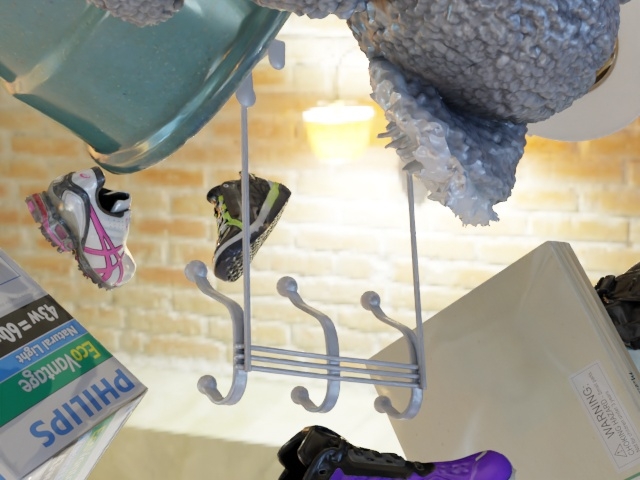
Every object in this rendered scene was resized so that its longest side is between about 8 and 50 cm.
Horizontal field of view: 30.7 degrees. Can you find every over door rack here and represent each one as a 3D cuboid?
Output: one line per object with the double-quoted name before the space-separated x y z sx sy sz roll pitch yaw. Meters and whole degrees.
"over door rack" 0.000 0.000 1.106 0.240 0.324 0.108 11 171 -40

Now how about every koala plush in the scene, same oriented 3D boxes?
"koala plush" 0.033 -0.124 0.443 0.196 0.221 0.203 -50 -162 -8

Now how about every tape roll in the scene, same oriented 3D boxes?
"tape roll" 0.310 -0.259 1.383 0.246 0.246 0.169 7 -149 28

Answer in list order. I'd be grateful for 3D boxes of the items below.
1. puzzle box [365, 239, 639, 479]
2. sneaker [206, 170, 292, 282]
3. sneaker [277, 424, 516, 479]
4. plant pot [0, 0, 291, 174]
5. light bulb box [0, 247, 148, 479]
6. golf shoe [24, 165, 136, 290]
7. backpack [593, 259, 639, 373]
"puzzle box" 0.229 0.241 1.184 0.272 0.408 0.052 -36 156 31
"sneaker" -0.116 -0.025 1.542 0.097 0.084 0.234 29 -152 1
"sneaker" 0.039 0.220 1.022 0.293 0.146 0.102 -20 169 -28
"plant pot" -0.196 -0.262 0.693 0.334 0.341 0.341 26 -179 -28
"light bulb box" -0.452 0.197 1.313 0.361 0.358 0.225 42 -148 9
"golf shoe" -0.216 -0.008 1.162 0.086 0.067 0.186 -32 154 -2
"backpack" 0.534 0.130 1.386 0.290 0.273 0.356 -37 -161 -32
